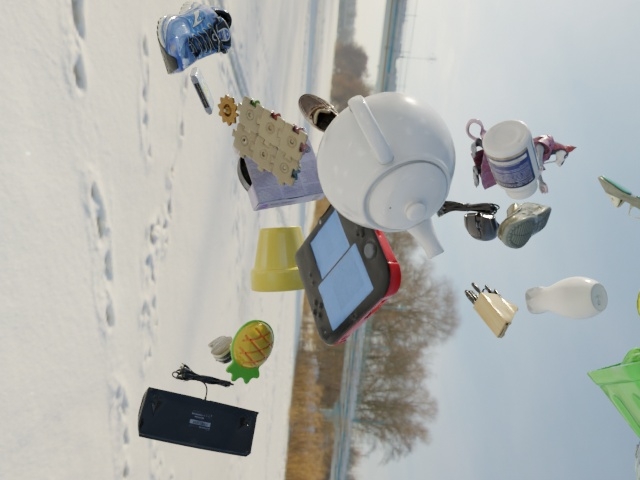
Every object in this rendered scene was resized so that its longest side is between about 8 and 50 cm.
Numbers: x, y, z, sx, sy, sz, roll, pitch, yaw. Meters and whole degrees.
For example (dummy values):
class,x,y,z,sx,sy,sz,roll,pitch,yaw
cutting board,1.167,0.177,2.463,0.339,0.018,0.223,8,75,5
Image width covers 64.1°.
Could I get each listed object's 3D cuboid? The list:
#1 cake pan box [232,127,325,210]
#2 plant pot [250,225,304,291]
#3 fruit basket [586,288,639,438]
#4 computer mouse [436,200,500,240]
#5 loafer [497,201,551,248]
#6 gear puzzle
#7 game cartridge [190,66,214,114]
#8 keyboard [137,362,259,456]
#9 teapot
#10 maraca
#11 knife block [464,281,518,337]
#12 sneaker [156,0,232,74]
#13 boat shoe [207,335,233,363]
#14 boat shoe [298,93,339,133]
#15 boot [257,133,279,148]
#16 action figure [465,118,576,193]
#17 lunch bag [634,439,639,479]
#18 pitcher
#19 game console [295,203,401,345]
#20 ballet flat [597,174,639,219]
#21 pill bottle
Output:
class,x,y,z,sx,sy,sz,roll,pitch,yaw
cake pan box,-0.133,-0.232,1.650,0.070,0.266,0.246,-46,-119,58
plant pot,-0.150,0.067,1.980,0.254,0.254,0.239,-94,-179,-88
fruit basket,0.772,0.201,1.081,0.283,0.392,0.392,69,24,-71
computer mouse,0.443,-0.049,1.539,0.262,0.184,0.060,40,59,-63
loafer,0.534,-0.047,1.379,0.251,0.087,0.094,-18,126,-44
gear puzzle,-0.167,-0.295,1.414,0.044,0.339,0.175,-26,144,-47
game cartridge,-0.232,-0.295,1.006,0.056,0.017,0.083,-105,176,-51
keyboard,-0.316,0.449,1.369,0.033,0.317,0.202,-37,-142,53
teapot,0.120,-0.107,0.840,0.187,0.256,0.253,-111,-147,-44
maraca,-0.198,0.314,1.447,0.099,0.127,0.186,16,-94,63
knife block,0.729,0.289,2.244,0.275,0.242,0.088,-26,139,-56
sneaker,-0.317,-0.540,1.336,0.130,0.147,0.330,85,13,-45
boat shoe,-0.300,0.349,1.608,0.073,0.080,0.223,58,-19,-8
boat shoe,0.015,-0.500,2.073,0.342,0.123,0.123,53,4,25
boot,-0.144,-0.295,1.530,0.190,0.086,0.069,64,41,-76
action figure,0.747,-0.321,1.903,0.248,0.370,0.276,60,19,-68
lunch bag,0.976,0.620,1.379,0.090,0.219,0.176,-53,137,-53
pitcher,0.763,0.170,1.553,0.207,0.177,0.126,-16,-93,60
game console,0.056,0.072,1.416,0.386,0.060,0.342,-53,-129,44
ballet flat,0.870,-0.109,1.443,0.072,0.213,0.068,-8,129,-51
pill bottle,0.406,-0.162,1.074,0.169,0.094,0.094,49,35,-44
